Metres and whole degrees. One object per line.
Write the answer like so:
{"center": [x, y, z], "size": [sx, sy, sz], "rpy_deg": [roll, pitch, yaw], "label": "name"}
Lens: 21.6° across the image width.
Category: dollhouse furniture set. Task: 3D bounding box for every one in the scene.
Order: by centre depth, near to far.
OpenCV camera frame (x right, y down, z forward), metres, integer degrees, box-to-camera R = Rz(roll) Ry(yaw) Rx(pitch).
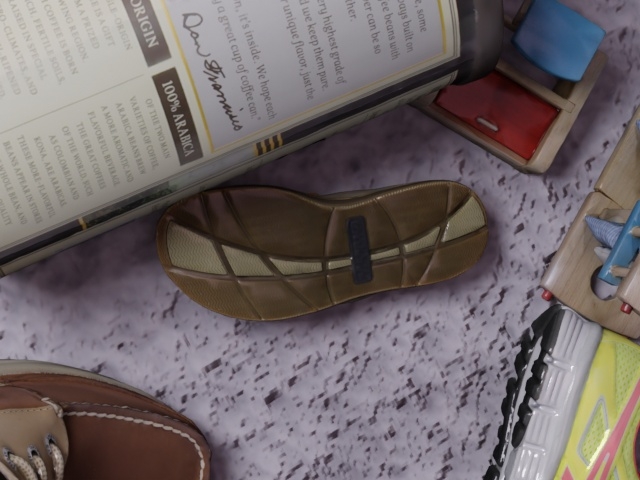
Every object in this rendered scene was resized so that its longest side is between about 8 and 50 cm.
{"center": [0.138, -0.038, 0.872], "size": [0.184, 0.129, 0.129], "rpy_deg": [30, 85, -10], "label": "dollhouse furniture set"}

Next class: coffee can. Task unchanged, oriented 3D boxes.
{"center": [-0.081, -0.119, 0.794], "size": [0.275, 0.201, 0.201], "rpy_deg": [-24, 95, -10], "label": "coffee can"}

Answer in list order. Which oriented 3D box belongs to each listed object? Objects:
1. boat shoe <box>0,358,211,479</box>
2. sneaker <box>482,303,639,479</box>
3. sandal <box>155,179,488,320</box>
{"center": [-0.176, 0.123, 0.767], "size": [0.324, 0.116, 0.123], "rpy_deg": [1, 99, -41], "label": "boat shoe"}
{"center": [0.132, 0.144, 0.883], "size": [0.094, 0.081, 0.208], "rpy_deg": [16, 100, -7], "label": "sneaker"}
{"center": [0.000, 0.000, 0.890], "size": [0.180, 0.049, 0.072], "rpy_deg": [-7, 100, -18], "label": "sandal"}
